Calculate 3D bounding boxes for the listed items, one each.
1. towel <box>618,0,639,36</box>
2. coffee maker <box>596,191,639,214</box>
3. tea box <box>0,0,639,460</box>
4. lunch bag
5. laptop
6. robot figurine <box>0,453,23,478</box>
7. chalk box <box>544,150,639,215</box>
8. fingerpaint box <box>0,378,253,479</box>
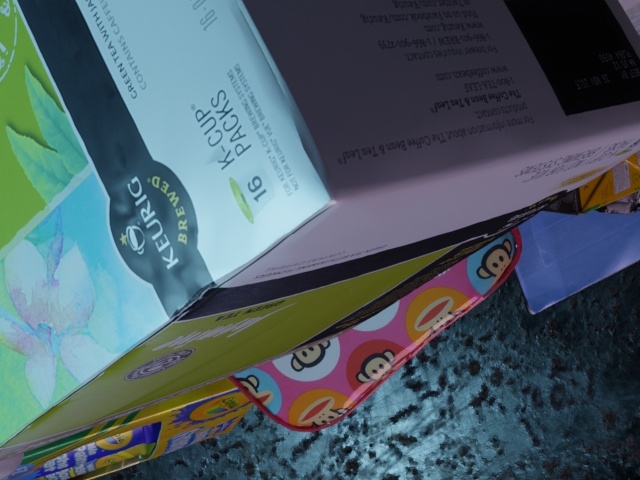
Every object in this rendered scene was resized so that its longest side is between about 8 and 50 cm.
[{"bbox_3d":[0.304,-0.256,0.956,0.320,0.090,0.374,-28,170,-13],"label":"towel"},{"bbox_3d":[0.374,-0.124,1.428,0.171,0.120,0.178,-18,139,-15],"label":"coffee maker"},{"bbox_3d":[-0.037,-0.062,0.658,0.329,0.220,0.323,-15,163,-49],"label":"tea box"},{"bbox_3d":[0.000,0.000,1.024,0.293,0.258,0.120,-40,-162,12],"label":"lunch bag"},{"bbox_3d":[0.437,-0.110,1.595,0.382,0.236,0.408,-27,170,-6],"label":"laptop"},{"bbox_3d":[-0.366,0.133,0.833,0.300,0.200,0.353,12,-176,20],"label":"robot figurine"},{"bbox_3d":[0.231,-0.115,1.229,0.132,0.132,0.213,-21,-160,-32],"label":"chalk box"},{"bbox_3d":[-0.271,0.178,1.296,0.371,0.163,0.445,-16,167,-16],"label":"fingerpaint box"}]
